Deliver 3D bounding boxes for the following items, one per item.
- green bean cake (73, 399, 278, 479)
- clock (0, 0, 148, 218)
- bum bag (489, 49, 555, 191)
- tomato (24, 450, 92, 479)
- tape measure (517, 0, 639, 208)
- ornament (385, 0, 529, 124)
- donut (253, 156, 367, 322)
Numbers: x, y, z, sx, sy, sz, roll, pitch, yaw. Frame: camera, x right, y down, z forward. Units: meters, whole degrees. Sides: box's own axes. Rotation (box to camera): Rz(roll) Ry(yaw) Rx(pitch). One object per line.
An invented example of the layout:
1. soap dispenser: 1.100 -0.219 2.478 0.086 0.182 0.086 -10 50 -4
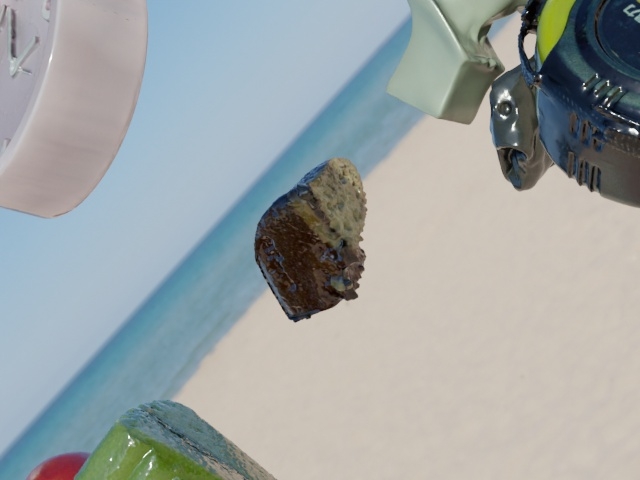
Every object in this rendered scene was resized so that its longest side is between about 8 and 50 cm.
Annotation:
1. green bean cake: -0.157 0.309 1.380 0.125 0.248 0.222 -55 -6 4
2. clock: -0.200 -0.117 0.794 0.197 0.068 0.196 -19 65 46
3. bum bag: 0.233 -0.138 1.130 0.326 0.080 0.142 -44 -41 -56
4. tomato: -0.300 0.363 1.465 0.136 0.195 0.195 -30 1 -11
5. tape measure: 0.220 -0.108 0.725 0.186 0.199 0.112 -35 -36 -18
6. ornament: 0.169 -0.246 1.122 0.285 0.120 0.130 -48 -23 7
7. donut: -0.007 -0.008 1.350 0.144 0.186 0.126 -7 30 37
